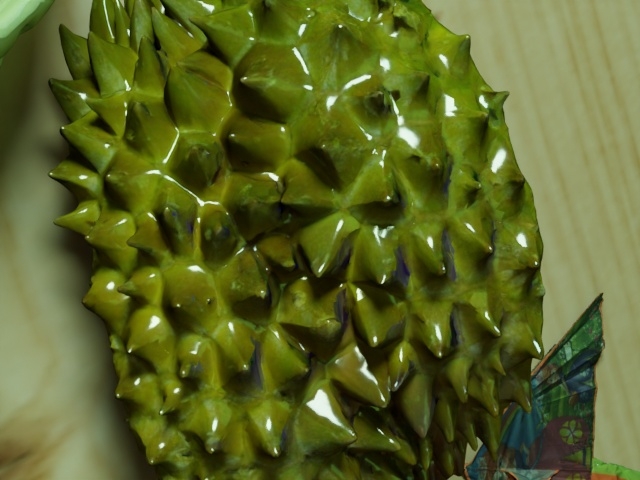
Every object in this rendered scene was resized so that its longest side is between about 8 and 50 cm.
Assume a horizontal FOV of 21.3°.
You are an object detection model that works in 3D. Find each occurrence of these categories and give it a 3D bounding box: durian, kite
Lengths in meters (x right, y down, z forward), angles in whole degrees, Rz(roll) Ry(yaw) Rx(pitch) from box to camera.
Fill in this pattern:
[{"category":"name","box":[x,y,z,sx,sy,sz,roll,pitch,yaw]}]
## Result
[{"category":"durian","box":[0.001,0.002,0.656,0.260,0.186,0.154,56,25,-8]},{"category":"kite","box":[0.129,0.120,0.877,0.159,0.010,0.190,7,84,-43]}]

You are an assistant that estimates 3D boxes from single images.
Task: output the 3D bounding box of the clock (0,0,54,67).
[{"category":"clock","box":[-0.173,-0.146,0.551,0.235,0.096,0.308,34,65,-36]}]
